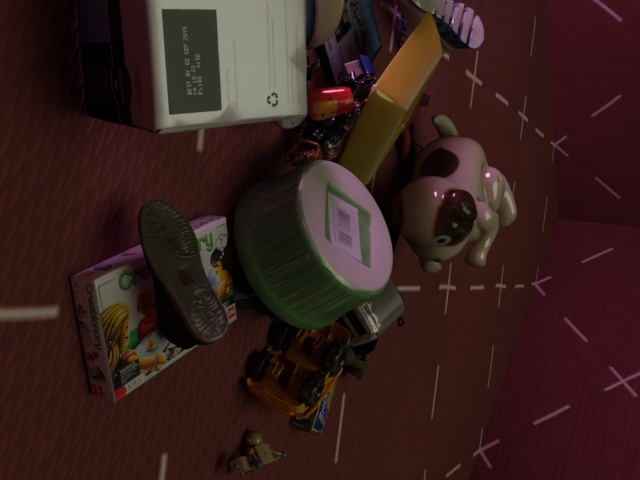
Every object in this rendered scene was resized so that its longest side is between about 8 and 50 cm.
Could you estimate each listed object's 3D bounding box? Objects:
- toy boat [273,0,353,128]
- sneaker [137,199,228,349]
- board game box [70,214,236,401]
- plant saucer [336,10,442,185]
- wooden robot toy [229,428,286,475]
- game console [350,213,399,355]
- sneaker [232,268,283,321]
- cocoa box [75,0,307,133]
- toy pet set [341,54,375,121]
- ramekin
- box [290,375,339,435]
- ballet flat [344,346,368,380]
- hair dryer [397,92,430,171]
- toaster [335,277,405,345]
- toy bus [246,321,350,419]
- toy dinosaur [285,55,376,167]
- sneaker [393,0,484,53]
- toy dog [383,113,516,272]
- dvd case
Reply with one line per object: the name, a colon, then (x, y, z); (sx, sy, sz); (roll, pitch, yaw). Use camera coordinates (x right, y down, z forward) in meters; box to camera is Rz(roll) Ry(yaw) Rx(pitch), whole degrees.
toy boat: (-0.038, -0.359, 1.261); (0.267, 0.148, 0.318); (-154, -127, -76)
sneaker: (-0.224, 0.058, 1.071); (0.083, 0.118, 0.222); (-20, 85, -38)
board game box: (-0.248, 0.094, 1.155); (0.305, 0.053, 0.193); (-33, 125, -54)
plant saucer: (0.152, -0.281, 1.596); (0.333, 0.081, 0.333); (-57, 176, -38)
wooden robot toy: (-0.139, 0.417, 1.452); (0.173, 0.076, 0.079); (9, 54, -62)
game console: (0.133, 0.111, 1.877); (0.213, 0.044, 0.361); (55, 50, -54)
sneaker: (-0.085, 0.114, 1.412); (0.267, 0.101, 0.106); (-1, 123, -49)
cocoa box: (-0.173, -0.329, 0.944); (0.231, 0.228, 0.347); (-12, 109, -36)
toy pet set: (0.094, -0.331, 1.575); (0.122, 0.065, 0.114); (142, -73, -76)
ramekin: (0.000, 0.000, 1.354); (0.303, 0.148, 0.303); (31, 46, -38)
box: (-0.008, 0.348, 1.654); (0.054, 0.059, 0.169); (47, 56, -55)
ballet flat: (0.067, 0.271, 1.743); (0.058, 0.084, 0.250); (-44, 147, -6)
hair dryer: (0.230, -0.289, 1.914); (0.293, 0.080, 0.223); (-10, 106, -60)
toaster: (0.091, 0.138, 1.663); (0.146, 0.129, 0.227); (-38, 99, -46)
toy bus: (-0.045, 0.290, 1.511); (0.220, 0.149, 0.211); (-51, 155, -41)
toy dinosaur: (0.011, -0.229, 1.453); (0.322, 0.164, 0.218); (-92, -170, -55)
sneaker: (0.237, -0.555, 1.818); (0.315, 0.182, 0.127); (34, 62, -27)
toy dog: (0.332, -0.101, 1.885); (0.408, 0.284, 0.395); (-46, 137, -56)
dvd case: (0.067, -0.440, 1.636); (0.253, 0.022, 0.180); (-61, 146, -35)
